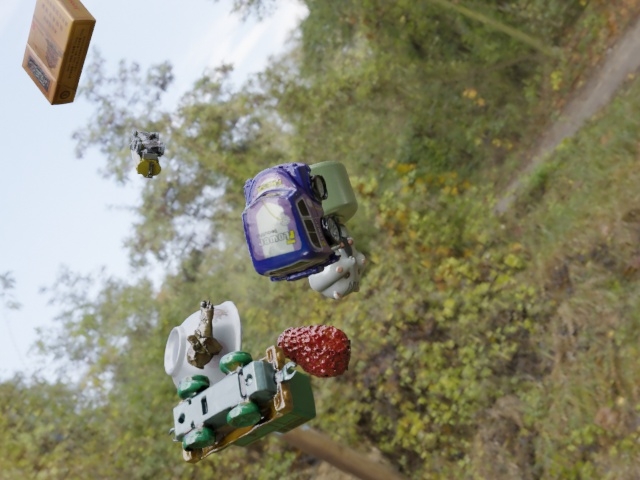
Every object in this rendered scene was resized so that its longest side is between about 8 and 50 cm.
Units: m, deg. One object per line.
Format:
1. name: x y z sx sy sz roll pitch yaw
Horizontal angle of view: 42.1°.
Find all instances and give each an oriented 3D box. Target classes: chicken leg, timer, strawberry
1. chicken leg: -0.320 0.267 2.318 0.196 0.081 0.125 -74 -25 -53
2. timer: 0.000 0.000 2.104 0.291 0.315 0.291 -27 -12 -6
3. strawberry: -0.022 0.357 2.590 0.111 0.237 0.190 -84 6 -59

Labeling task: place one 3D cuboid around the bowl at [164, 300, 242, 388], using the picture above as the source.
1. bowl: -0.368 0.339 2.477 0.345 0.157 0.345 -40 44 54

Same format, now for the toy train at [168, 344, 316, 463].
1. toy train: -0.191 0.412 2.051 0.429 0.249 0.178 -33 51 27

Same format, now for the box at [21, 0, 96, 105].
1. box: -0.695 -0.519 2.202 0.076 0.174 0.274 -16 -33 -43

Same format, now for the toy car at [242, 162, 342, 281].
1. toy car: -0.073 -0.039 1.644 0.172 0.235 0.158 -19 -8 18

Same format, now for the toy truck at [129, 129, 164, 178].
1. toy truck: -0.322 -0.160 1.535 0.123 0.052 0.062 -127 46 -61
